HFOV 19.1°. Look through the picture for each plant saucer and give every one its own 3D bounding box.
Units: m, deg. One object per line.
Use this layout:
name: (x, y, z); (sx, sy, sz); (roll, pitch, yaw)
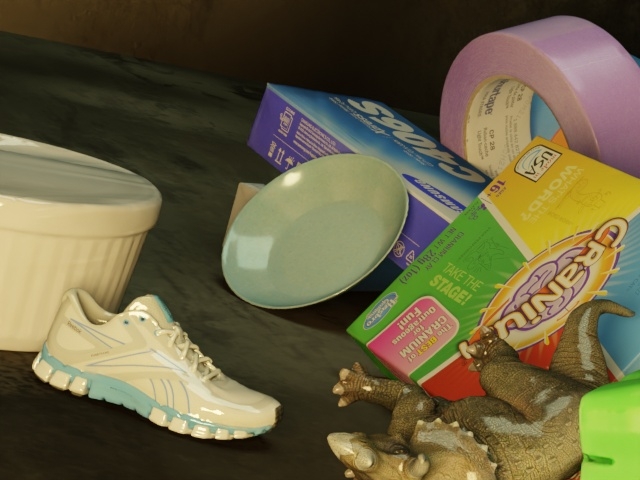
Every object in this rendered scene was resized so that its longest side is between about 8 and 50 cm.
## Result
plant saucer: (0.000, 0.000, 1.820); (0.195, 0.195, 0.037); (24, -26, 45)

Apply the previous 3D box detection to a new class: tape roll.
tape roll: (0.234, -0.085, 1.931); (0.090, 0.275, 0.275); (-17, 25, -27)

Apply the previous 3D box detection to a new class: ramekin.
ramekin: (-0.267, -0.005, 1.511); (0.272, 0.127, 0.273); (13, 11, -3)

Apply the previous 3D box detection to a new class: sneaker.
sneaker: (-0.113, 0.084, 1.365); (0.190, 0.083, 0.071); (17, 9, 13)

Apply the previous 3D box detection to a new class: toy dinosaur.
toy dinosaur: (0.113, 0.131, 1.263); (0.313, 0.121, 0.160); (-14, 28, -35)

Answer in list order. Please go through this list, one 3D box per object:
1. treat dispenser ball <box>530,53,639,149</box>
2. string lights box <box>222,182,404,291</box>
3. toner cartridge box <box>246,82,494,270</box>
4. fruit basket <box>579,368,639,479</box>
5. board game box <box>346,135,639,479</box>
treat dispenser ball: (0.296, -0.082, 2.189); (0.288, 0.288, 0.288); (13, 10, -2)
string lights box: (0.039, -0.001, 2.009); (0.133, 0.077, 0.259); (26, 17, 39)
toner cartridge box: (0.086, -0.052, 1.936); (0.165, 0.075, 0.348); (4, 24, -39)
fruit basket: (0.362, 0.143, 1.094); (0.392, 0.283, 0.392); (0, 4, 0)
board game box: (0.185, 0.054, 1.495); (0.064, 0.242, 0.316); (48, -8, -28)
